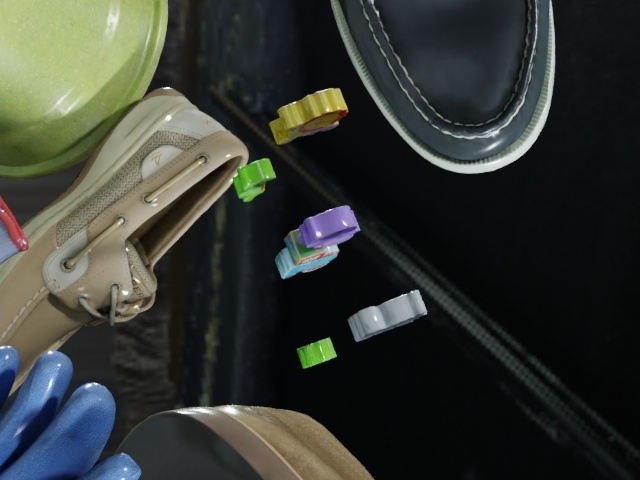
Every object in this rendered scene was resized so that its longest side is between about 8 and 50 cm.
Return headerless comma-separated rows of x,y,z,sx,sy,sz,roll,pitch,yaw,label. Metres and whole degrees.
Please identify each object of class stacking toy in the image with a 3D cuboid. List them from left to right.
0.000,0.000,0.996,0.221,0.052,0.167,137,-66,-71,stacking toy

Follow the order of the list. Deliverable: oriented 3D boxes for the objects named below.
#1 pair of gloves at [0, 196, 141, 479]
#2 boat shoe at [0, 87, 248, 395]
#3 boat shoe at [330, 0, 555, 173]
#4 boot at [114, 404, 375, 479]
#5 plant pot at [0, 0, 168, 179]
-0.150,0.065,0.473,0.159,0.023,0.198,-40,-117,12,pair of gloves
-0.202,0.019,1.217,0.110,0.341,0.121,36,-5,17,boat shoe
0.056,-0.209,0.739,0.113,0.127,0.340,53,32,-76,boat shoe
0.044,0.184,0.575,0.305,0.115,0.112,48,-67,21,boot
-0.321,-0.224,1.214,0.276,0.254,0.276,-8,-109,25,plant pot
